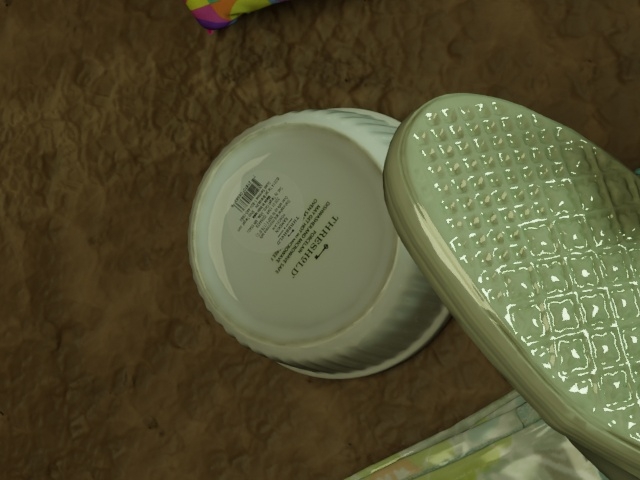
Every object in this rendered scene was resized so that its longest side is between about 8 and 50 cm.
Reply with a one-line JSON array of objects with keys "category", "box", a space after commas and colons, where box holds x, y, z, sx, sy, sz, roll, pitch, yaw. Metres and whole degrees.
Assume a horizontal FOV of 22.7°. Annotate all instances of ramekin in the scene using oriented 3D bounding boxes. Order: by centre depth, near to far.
[{"category": "ramekin", "box": [0.000, 0.000, 1.177, 0.207, 0.109, 0.207, -2, 86, 22]}]

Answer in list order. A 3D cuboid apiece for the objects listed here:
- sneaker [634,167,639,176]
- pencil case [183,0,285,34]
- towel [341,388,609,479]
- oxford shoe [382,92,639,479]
[{"category": "sneaker", "box": [0.235, 0.001, 1.101, 0.283, 0.110, 0.122, -15, 62, 18]}, {"category": "pencil case", "box": [-0.002, -0.233, 1.205, 0.236, 0.104, 0.104, -15, 81, 22]}, {"category": "towel", "box": [0.137, 0.309, 1.113, 0.320, 0.090, 0.374, -29, 76, 20]}, {"category": "oxford shoe", "box": [0.201, 0.088, 0.987, 0.449, 0.130, 0.169, 40, 62, -13]}]
